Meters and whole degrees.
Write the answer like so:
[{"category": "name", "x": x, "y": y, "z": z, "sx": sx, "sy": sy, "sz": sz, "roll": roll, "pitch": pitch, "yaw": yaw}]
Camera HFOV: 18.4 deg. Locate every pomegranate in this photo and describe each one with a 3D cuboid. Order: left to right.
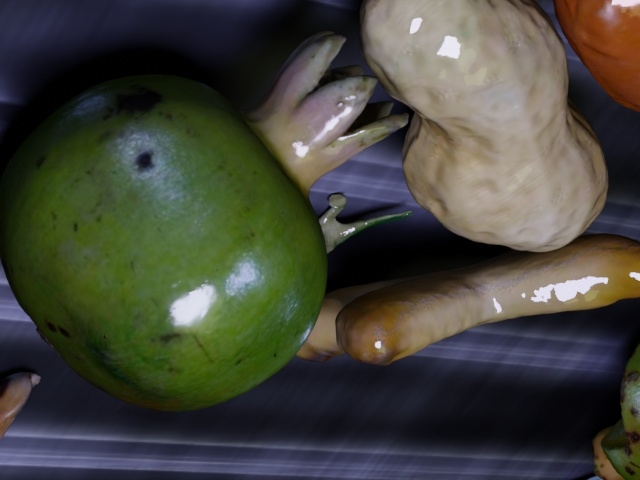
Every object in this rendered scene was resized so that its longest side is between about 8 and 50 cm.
[{"category": "pomegranate", "x": -0.059, "y": -0.018, "z": 1.045, "sx": 0.225, "sy": 0.187, "sz": 0.187, "roll": -38, "pitch": 143, "yaw": 1}, {"category": "pomegranate", "x": 0.277, "y": 0.142, "z": 1.485, "sx": 0.143, "sy": 0.122, "sz": 0.169, "roll": -33, "pitch": 153, "yaw": -47}]

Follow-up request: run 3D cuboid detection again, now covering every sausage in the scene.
[{"category": "sausage", "x": 0.218, "y": -0.125, "z": 1.132, "sx": 0.133, "sy": 0.133, "sz": 0.258, "roll": -41, "pitch": 145, "yaw": 17}]

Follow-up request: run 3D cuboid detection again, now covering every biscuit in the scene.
[{"category": "biscuit", "x": 0.094, "y": 0.036, "z": 1.250, "sx": 0.208, "sy": 0.047, "sz": 0.164, "roll": -14, "pitch": -176, "yaw": -17}]

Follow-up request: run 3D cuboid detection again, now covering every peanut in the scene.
[{"category": "peanut", "x": 0.096, "y": -0.076, "z": 1.130, "sx": 0.117, "sy": 0.101, "sz": 0.263, "roll": -44, "pitch": 145, "yaw": -12}]

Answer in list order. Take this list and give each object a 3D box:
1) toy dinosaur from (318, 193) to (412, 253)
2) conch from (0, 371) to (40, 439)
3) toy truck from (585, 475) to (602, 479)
[{"category": "toy dinosaur", "x": -0.001, "y": 0.000, "z": 1.230, "sx": 0.120, "sy": 0.029, "sz": 0.060, "roll": -21, "pitch": 159, "yaw": -18}, {"category": "conch", "x": -0.273, "y": 0.158, "z": 1.201, "sx": 0.080, "sy": 0.086, "sz": 0.232, "roll": 38, "pitch": 99, "yaw": -9}, {"category": "toy truck", "x": 0.271, "y": 0.209, "z": 1.596, "sx": 0.178, "sy": 0.080, "sz": 0.115, "roll": -24, "pitch": 138, "yaw": -7}]
